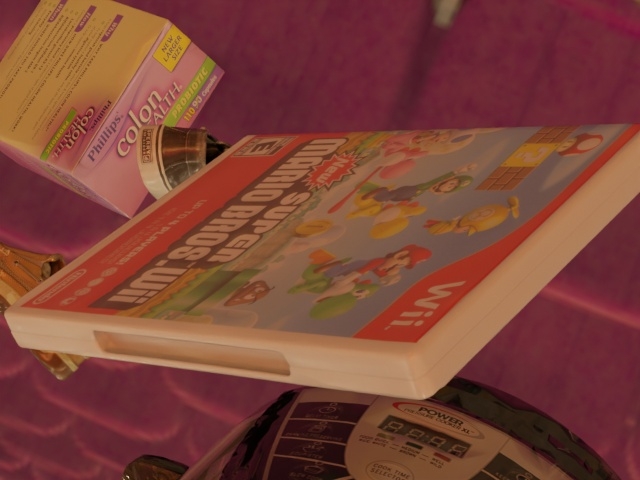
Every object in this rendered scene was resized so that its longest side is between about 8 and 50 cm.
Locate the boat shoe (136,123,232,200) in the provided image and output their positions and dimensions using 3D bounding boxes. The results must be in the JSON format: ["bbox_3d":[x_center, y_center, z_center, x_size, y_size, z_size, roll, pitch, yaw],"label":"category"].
[{"bbox_3d":[-0.108,-0.056,1.443,0.070,0.078,0.219,-3,171,9],"label":"boat shoe"}]

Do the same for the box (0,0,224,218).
[{"bbox_3d":[-0.276,-0.173,1.883,0.243,0.214,0.117,23,168,43],"label":"box"}]

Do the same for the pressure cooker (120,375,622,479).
[{"bbox_3d":[0.022,0.280,0.950,0.375,0.420,0.370,-26,96,31],"label":"pressure cooker"}]

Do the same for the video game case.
[{"bbox_3d":[0.000,0.000,0.773,0.285,0.204,0.025,3,122,44],"label":"video game case"}]

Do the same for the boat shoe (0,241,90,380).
[{"bbox_3d":[-0.251,0.037,1.352,0.190,0.072,0.068,45,173,25],"label":"boat shoe"}]
